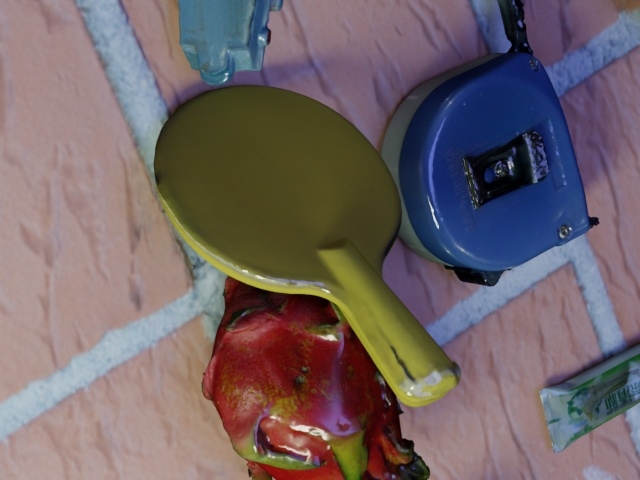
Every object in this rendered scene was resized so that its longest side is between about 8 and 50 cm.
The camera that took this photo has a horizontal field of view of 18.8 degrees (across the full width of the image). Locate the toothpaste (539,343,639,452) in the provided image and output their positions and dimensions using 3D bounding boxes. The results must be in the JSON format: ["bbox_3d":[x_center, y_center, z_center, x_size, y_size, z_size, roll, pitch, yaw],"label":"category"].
[{"bbox_3d":[0.361,0.138,2.104,0.297,0.048,0.075,-25,109,-26],"label":"toothpaste"}]

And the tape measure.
[{"bbox_3d":[0.149,-0.135,1.906,0.215,0.098,0.351,-26,107,-30],"label":"tape measure"}]

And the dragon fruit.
[{"bbox_3d":[0.003,0.150,1.803,0.269,0.198,0.200,42,29,-35],"label":"dragon fruit"}]

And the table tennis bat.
[{"bbox_3d":[0.000,0.000,1.723,0.224,0.054,0.368,-24,65,-33],"label":"table tennis bat"}]

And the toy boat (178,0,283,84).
[{"bbox_3d":[-0.076,-0.249,1.762,0.102,0.088,0.215,-10,102,-67],"label":"toy boat"}]
